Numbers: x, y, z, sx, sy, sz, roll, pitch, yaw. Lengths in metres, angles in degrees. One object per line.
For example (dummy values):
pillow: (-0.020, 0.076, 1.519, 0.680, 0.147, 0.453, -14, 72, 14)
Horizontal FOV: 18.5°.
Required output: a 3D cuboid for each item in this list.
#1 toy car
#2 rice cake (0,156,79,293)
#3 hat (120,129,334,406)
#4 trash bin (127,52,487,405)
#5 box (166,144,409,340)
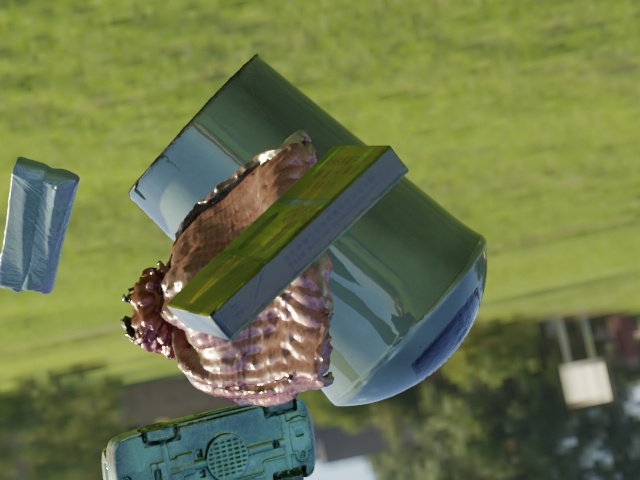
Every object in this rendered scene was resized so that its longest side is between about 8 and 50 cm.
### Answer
toy car: (-0.110, 0.212, 1.928, 0.224, 0.090, 0.076, -11, -176, -32)
rice cake: (-0.351, -0.013, 2.421, 0.080, 0.042, 0.221, 14, 135, -6)
hat: (-0.080, 0.048, 1.821, 0.107, 0.236, 0.286, 13, 155, -40)
trash bin: (0.000, 0.000, 2.430, 0.280, 0.432, 0.280, -48, -177, 3)
box: (-0.028, -0.001, 1.530, 0.193, 0.030, 0.121, -43, -165, -14)
